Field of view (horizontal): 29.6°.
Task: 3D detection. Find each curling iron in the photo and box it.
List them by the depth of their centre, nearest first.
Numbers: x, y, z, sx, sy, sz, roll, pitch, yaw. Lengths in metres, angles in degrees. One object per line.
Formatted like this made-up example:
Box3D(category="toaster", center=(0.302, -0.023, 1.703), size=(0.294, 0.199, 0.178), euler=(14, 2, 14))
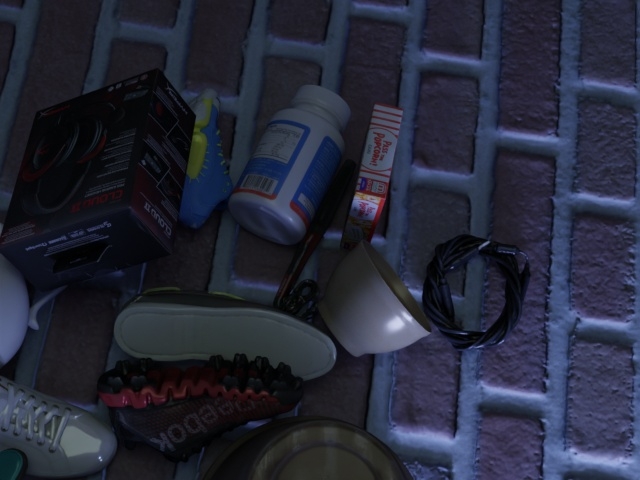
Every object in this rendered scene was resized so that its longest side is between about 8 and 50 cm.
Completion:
Box3D(category="curling iron", center=(0.000, 0.000, 1.783), size=(0.068, 0.035, 0.274), euler=(20, 67, -1))

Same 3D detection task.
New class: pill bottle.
Box3D(category="pill bottle", center=(-0.037, -0.115, 1.781), size=(0.124, 0.124, 0.221), euler=(24, 66, 5))

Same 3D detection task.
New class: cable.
Box3D(category="cable", center=(0.223, 0.074, 1.766), size=(0.150, 0.047, 0.184), euler=(21, 67, 3))

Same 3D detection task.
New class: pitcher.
Box3D(category="pitcher", center=(-0.434, 0.078, 1.667), size=(0.177, 0.125, 0.207), euler=(13, 53, -16))

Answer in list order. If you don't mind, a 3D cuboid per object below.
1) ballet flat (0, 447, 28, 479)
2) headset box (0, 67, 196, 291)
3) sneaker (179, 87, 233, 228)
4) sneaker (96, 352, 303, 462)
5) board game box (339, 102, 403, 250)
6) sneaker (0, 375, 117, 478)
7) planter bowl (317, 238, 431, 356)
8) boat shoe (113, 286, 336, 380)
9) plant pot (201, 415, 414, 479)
Box3D(category="ballet flat", center=(-0.451, 0.354, 1.561), size=(0.074, 0.074, 0.203), euler=(41, 75, 12))
Box3D(category="headset box", center=(-0.303, -0.072, 1.653), size=(0.218, 0.110, 0.293), euler=(-15, 47, 23))
Box3D(category="sneaker", center=(-0.179, -0.112, 1.800), size=(0.126, 0.091, 0.240), euler=(39, 52, -22))
Box3D(category="sneaker", center=(-0.156, 0.227, 1.612), size=(0.276, 0.097, 0.135), euler=(-3, 105, 6))
Box3D(category="board game box", center=(0.072, -0.086, 1.740), size=(0.045, 0.193, 0.147), euler=(13, 66, 0))
Box3D(category="sneaker", center=(-0.411, 0.236, 1.591), size=(0.290, 0.123, 0.106), euler=(15, 64, 0))
Box3D(category="planter bowl", center=(0.064, 0.094, 1.694), size=(0.109, 0.162, 0.162), euler=(-36, 73, 8))
Box3D(category="boat shoe", center=(-0.127, 0.124, 1.676), size=(0.305, 0.109, 0.091), euler=(8, 21, -1))
Box3D(category="plant pot", center=(-0.004, 0.348, 1.497), size=(0.323, 0.280, 0.323), euler=(3, 65, -6))
